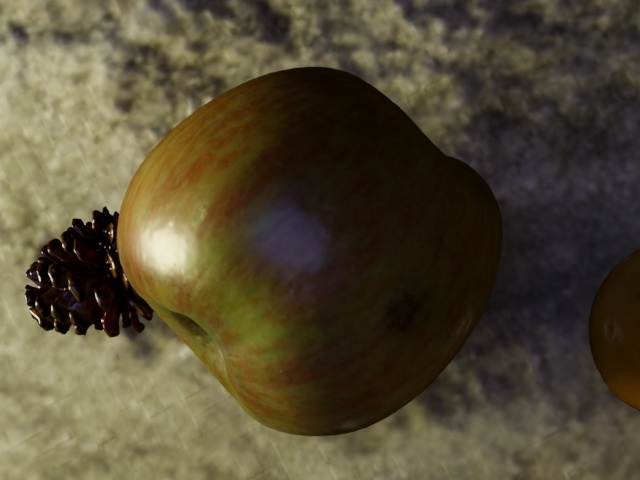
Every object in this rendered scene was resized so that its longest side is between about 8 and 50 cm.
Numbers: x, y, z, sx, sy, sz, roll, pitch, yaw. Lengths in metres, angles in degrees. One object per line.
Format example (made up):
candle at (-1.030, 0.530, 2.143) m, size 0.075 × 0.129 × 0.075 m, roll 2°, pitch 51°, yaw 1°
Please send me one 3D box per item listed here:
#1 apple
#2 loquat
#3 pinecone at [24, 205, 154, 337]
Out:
apple at (0.000, 0.000, 1.213) m, size 0.264 × 0.264 × 0.264 m, roll -1°, pitch 85°, yaw 9°
loquat at (0.264, 0.066, 1.224) m, size 0.141 × 0.141 × 0.141 m, roll -1°, pitch 85°, yaw 9°
pinecone at (-0.172, 0.032, 1.318) m, size 0.109 × 0.102 × 0.102 m, roll -32°, pitch 80°, yaw 29°
